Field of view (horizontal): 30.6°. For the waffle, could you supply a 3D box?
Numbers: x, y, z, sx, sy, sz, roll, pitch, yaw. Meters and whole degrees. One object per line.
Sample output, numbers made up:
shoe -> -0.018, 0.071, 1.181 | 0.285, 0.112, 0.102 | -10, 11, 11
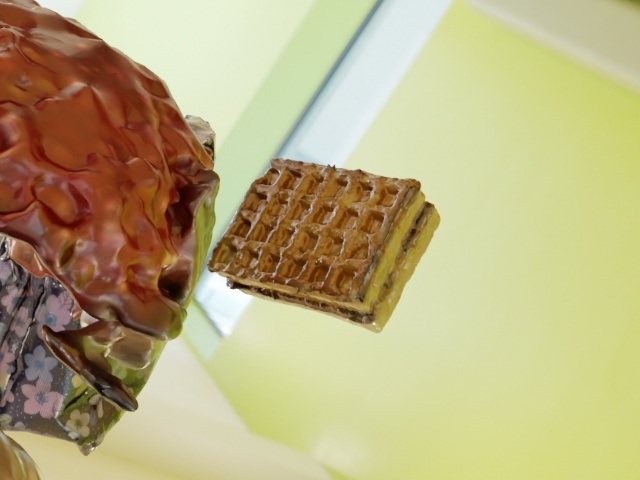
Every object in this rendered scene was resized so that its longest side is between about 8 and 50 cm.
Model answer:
waffle -> 0.000, 0.000, 0.800 | 0.148, 0.102, 0.042 | 12, 157, 42

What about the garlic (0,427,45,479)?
garlic -> -0.126, 0.102, 0.297 | 0.124, 0.099, 0.174 | 45, -162, -13

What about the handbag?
handbag -> -0.139, 0.000, 0.717 | 0.127, 0.207, 0.228 | 19, -165, -10

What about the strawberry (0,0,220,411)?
strawberry -> -0.110, -0.048, 0.365 | 0.208, 0.087, 0.167 | 42, 173, -11
